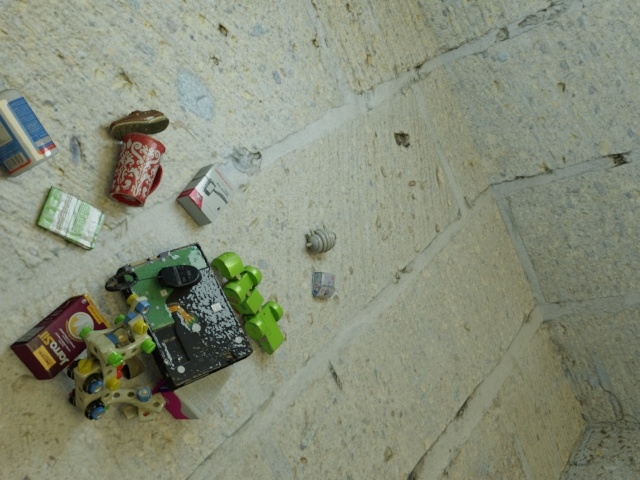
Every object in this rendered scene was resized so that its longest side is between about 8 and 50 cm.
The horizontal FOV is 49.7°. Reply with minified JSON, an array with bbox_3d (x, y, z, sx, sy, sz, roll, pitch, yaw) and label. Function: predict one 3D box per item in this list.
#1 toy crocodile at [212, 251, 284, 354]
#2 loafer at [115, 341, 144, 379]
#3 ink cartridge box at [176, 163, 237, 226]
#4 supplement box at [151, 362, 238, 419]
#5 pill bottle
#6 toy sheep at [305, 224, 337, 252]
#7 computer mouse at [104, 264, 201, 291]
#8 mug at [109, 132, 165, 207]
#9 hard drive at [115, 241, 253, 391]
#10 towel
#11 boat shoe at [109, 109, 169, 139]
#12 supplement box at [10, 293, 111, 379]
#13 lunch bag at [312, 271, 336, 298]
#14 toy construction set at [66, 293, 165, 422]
[{"bbox_3d":[-0.207,0.185,2.018,0.115,0.105,0.341,-50,121,-42],"label":"toy crocodile"},{"bbox_3d":[-0.493,0.286,1.707,0.148,0.056,0.050,54,41,-22],"label":"loafer"},{"bbox_3d":[-0.325,-0.133,1.990,0.109,0.063,0.150,51,48,-25],"label":"ink cartridge box"},{"bbox_3d":[-0.323,0.355,1.831,0.114,0.111,0.220,53,47,-23],"label":"supplement box"},{"bbox_3d":[-0.709,-0.266,1.568,0.124,0.124,0.221,-45,113,-43],"label":"pill bottle"},{"bbox_3d":[0.000,0.000,2.292,0.132,0.091,0.091,-20,95,-34],"label":"toy sheep"},{"bbox_3d":[-0.416,0.104,1.731,0.242,0.041,0.071,-5,50,-24],"label":"computer mouse"},{"bbox_3d":[-0.469,-0.174,1.815,0.150,0.113,0.169,28,64,-37],"label":"mug"},{"bbox_3d":[-0.350,0.189,1.779,0.237,0.064,0.339,-20,76,-37],"label":"hard drive"},{"bbox_3d":[-0.612,-0.053,1.698,0.152,0.023,0.113,31,56,-35],"label":"towel"},{"bbox_3d":[-0.495,-0.316,1.865,0.178,0.064,0.060,-23,64,-45],"label":"boat shoe"},{"bbox_3d":[-0.596,0.221,1.595,0.188,0.080,0.104,-48,115,-42],"label":"supplement box"},{"bbox_3d":[0.013,0.149,2.288,0.071,0.053,0.083,16,78,-42],"label":"lunch bag"},{"bbox_3d":[-0.472,0.302,1.614,0.215,0.151,0.328,-36,136,-42],"label":"toy construction set"}]
